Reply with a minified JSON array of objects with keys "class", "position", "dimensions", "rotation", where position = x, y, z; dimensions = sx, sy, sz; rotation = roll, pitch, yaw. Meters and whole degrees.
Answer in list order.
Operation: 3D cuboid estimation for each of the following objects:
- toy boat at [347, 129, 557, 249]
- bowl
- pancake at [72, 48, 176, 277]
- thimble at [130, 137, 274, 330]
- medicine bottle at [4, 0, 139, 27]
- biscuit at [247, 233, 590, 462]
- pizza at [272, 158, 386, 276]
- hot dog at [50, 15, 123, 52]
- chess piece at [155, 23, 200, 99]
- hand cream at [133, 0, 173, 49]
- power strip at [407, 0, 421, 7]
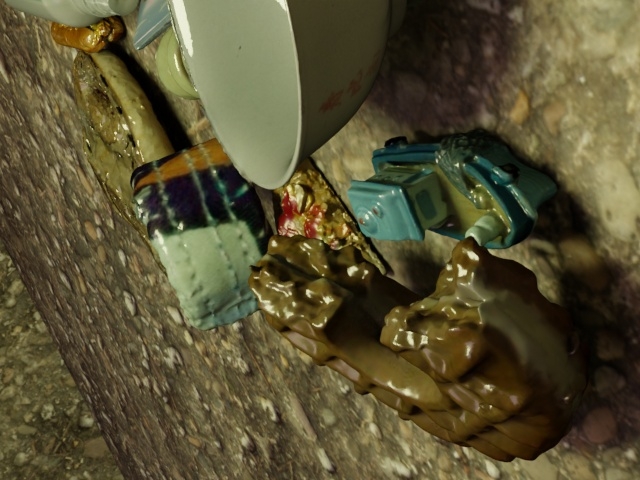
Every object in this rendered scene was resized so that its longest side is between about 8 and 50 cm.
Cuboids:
[{"class":"toy boat","position":[0.113,-0.037,0.981],"dimensions":[0.237,0.098,0.109],"rotation":[12,128,58]},{"class":"bowl","position":[-0.024,-0.229,0.949],"dimensions":[0.345,0.157,0.346],"rotation":[162,90,-73]},{"class":"pancake","position":[-0.288,-0.119,1.660],"dimensions":[0.387,0.082,0.387],"rotation":[50,153,37]},{"class":"thimble","position":[-0.137,-0.005,1.362],"dimensions":[0.237,0.150,0.237],"rotation":[159,90,-85]},{"class":"medicine bottle","position":[-0.349,-0.357,1.513],"dimensions":[0.351,0.110,0.110],"rotation":[25,135,52]},{"class":"biscuit","position":[0.105,0.098,1.018],"dimensions":[0.268,0.115,0.366],"rotation":[44,161,-30]},{"class":"pizza","position":[0.000,0.000,1.268],"dimensions":[0.199,0.062,0.188],"rotation":[36,146,41]},{"class":"hot dog","position":[-0.347,-0.311,1.599],"dimensions":[0.165,0.071,0.045],"rotation":[22,135,53]},{"class":"chess piece","position":[-0.117,-0.213,1.224],"dimensions":[0.243,0.133,0.133],"rotation":[8,122,67]},{"class":"hand cream","position":[-0.174,-0.271,1.228],"dimensions":[0.055,0.088,0.256],"rotation":[50,-171,-23]},{"class":"power strip","position":[0.092,-0.235,0.914],"dimensions":[0.136,0.019,0.051],"rotation":[-16,97,65]}]
